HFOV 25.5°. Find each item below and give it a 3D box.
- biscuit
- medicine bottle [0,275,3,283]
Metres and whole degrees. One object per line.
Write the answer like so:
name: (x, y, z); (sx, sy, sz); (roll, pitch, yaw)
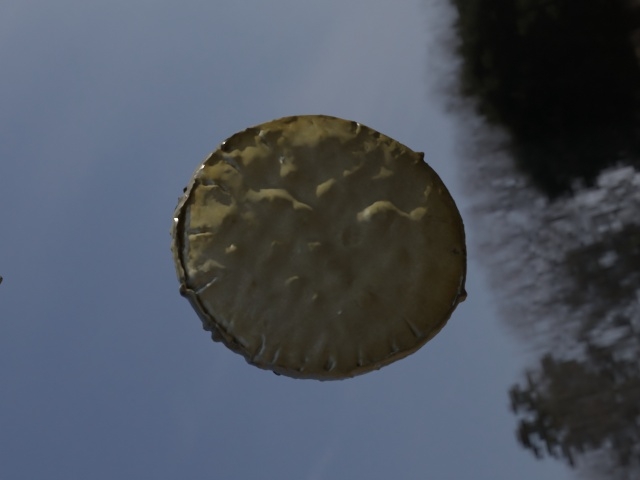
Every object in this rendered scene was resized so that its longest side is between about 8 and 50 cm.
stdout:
biscuit: (0.000, 0.000, 0.701); (0.020, 0.152, 0.152); (108, 154, -63)
medicine bottle: (-0.283, 0.009, 0.799); (0.188, 0.132, 0.088); (32, -118, -10)
